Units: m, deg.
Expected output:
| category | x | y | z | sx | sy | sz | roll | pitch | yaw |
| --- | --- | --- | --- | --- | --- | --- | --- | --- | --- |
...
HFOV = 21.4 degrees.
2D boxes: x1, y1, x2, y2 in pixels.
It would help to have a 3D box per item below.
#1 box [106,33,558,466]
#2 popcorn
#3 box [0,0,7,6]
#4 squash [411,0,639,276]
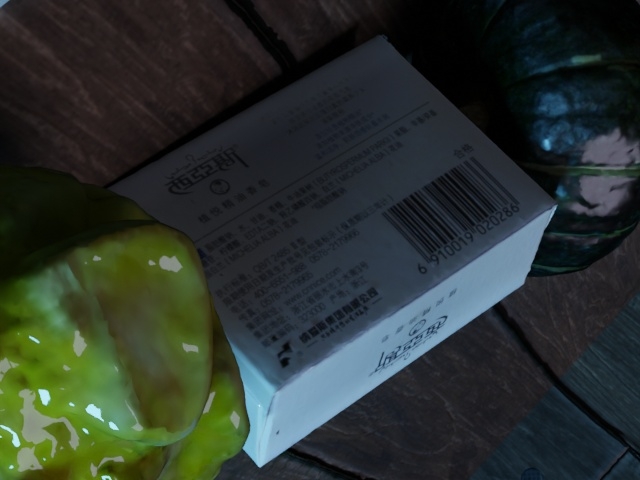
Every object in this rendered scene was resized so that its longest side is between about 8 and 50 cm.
| category | x | y | z | sx | sy | sz | roll | pitch | yaw |
| --- | --- | --- | --- | --- | --- | --- | --- | --- | --- |
| box | 0.000 | 0.001 | 1.235 | 0.274 | 0.203 | 0.116 | -33 | 155 | -28 |
| popcorn | -0.218 | 0.100 | 0.978 | 0.334 | 0.293 | 0.292 | -38 | 114 | -32 |
| box | -0.170 | -0.204 | 0.569 | 0.067 | 0.155 | 0.243 | -43 | 152 | -19 |
| squash | 0.172 | -0.097 | 1.365 | 0.165 | 0.252 | 0.252 | 3 | 133 | -28 |
